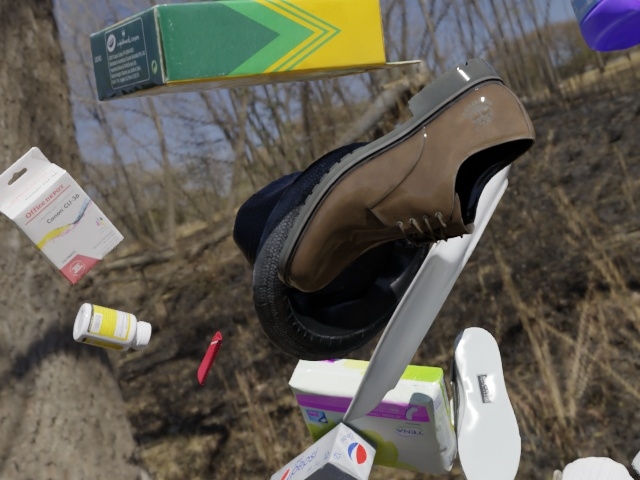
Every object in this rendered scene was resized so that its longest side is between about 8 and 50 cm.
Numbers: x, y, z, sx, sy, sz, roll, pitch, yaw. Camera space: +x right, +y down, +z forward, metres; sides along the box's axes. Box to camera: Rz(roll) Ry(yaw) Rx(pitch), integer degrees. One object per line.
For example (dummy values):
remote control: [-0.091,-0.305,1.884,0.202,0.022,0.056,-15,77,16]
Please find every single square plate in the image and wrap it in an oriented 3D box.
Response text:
square plate: [0.162,0.048,1.221,0.344,0.049,0.347,-51,-13,-49]

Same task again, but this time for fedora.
fedora: [0.000,0.000,1.184,0.334,0.334,0.152,-19,32,-41]

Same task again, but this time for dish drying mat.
dish drying mat: [-0.173,0.184,1.377,0.008,0.083,0.032,16,24,-26]

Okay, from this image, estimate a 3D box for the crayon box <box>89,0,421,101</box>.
crayon box: [-0.074,-0.221,1.013,0.322,0.083,0.203,-11,9,-32]

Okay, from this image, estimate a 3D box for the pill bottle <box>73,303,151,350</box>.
pill bottle: [-0.345,0.148,1.467,0.116,0.065,0.065,18,-16,-26]

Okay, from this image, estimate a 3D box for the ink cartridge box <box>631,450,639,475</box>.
ink cartridge box: [0.499,0.212,0.891,0.308,0.091,0.385,-56,6,9]

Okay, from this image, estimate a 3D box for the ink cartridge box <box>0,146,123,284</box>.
ink cartridge box: [-0.425,-0.039,1.414,0.115,0.198,0.067,-46,37,-15]

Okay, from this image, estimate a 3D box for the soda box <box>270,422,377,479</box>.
soda box: [-0.009,0.475,1.750,0.286,0.091,0.098,-47,14,41]

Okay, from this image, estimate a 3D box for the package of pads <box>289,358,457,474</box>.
package of pads: [0.109,0.342,1.724,0.296,0.229,0.101,2,41,26]

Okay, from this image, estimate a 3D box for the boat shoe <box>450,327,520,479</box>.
boat shoe: [0.207,0.224,1.134,0.077,0.219,0.070,2,-30,-2]

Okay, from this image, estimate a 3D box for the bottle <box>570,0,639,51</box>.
bottle: [0.321,-0.367,1.027,0.092,0.283,0.118,-10,-14,-17]

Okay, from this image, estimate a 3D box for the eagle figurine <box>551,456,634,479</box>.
eagle figurine: [0.229,0.375,0.881,0.226,0.225,0.298,-11,12,14]

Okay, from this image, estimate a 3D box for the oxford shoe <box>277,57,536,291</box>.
oxford shoe: [0.061,-0.028,0.659,0.227,0.096,0.082,-42,-26,14]
